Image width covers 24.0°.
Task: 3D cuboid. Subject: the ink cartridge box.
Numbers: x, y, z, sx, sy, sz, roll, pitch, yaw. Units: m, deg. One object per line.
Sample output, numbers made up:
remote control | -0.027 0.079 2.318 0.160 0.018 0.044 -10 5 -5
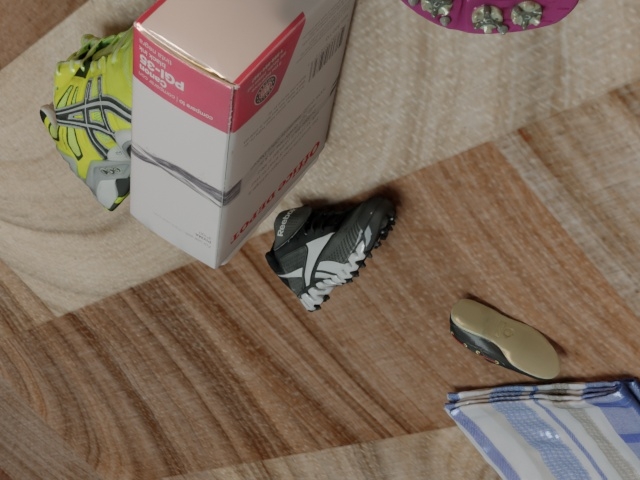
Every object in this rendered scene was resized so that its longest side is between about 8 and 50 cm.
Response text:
ink cartridge box | -0.077 -0.138 1.418 0.117 0.207 0.283 32 147 13

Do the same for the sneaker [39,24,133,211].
sneaker | -0.212 -0.159 1.589 0.147 0.145 0.384 40 146 -3

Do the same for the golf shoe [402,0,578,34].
golf shoe | 0.069 -0.262 1.227 0.306 0.140 0.115 15 134 -4

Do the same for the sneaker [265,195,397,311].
sneaker | 0.000 0.000 1.633 0.106 0.078 0.234 38 150 -3

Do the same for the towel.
towel | 0.289 0.239 1.684 0.285 0.034 0.209 -13 122 51

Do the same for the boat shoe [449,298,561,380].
boat shoe | 0.197 0.110 1.605 0.133 0.049 0.042 30 152 17
